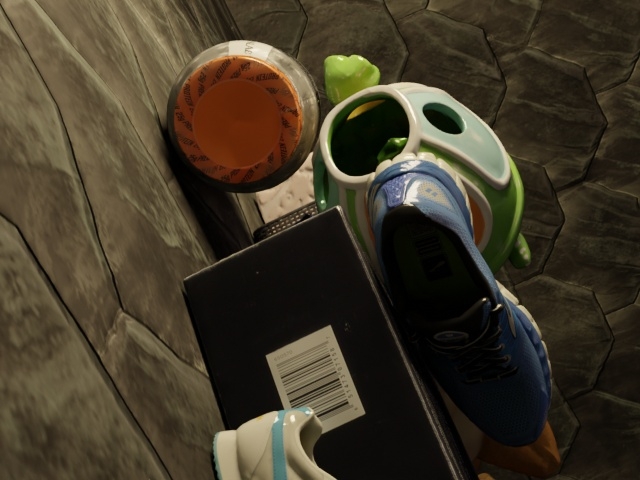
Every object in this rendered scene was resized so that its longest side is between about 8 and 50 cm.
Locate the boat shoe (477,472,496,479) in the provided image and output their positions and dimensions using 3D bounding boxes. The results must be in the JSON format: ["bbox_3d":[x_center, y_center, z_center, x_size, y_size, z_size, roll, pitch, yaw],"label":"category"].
[{"bbox_3d":[0.222,0.463,1.367,0.123,0.123,0.342,30,-51,37],"label":"boat shoe"}]

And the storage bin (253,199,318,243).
[{"bbox_3d":[0.000,0.000,1.634,0.084,0.180,0.122,66,5,21],"label":"storage bin"}]

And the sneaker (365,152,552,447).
[{"bbox_3d":[0.132,0.082,1.033,0.330,0.129,0.147,59,20,-18],"label":"sneaker"}]

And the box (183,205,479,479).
[{"bbox_3d":[0.040,0.201,1.054,0.343,0.179,0.312,68,7,32],"label":"box"}]

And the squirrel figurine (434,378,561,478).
[{"bbox_3d":[0.121,0.180,1.538,0.370,0.281,0.397,-143,-149,-85],"label":"squirrel figurine"}]

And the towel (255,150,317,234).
[{"bbox_3d":[0.074,-0.024,1.723,0.053,0.331,0.317,-1,65,-60],"label":"towel"}]

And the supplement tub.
[{"bbox_3d":[-0.096,-0.167,1.385,0.194,0.193,0.316,64,4,-8],"label":"supplement tub"}]

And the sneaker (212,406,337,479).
[{"bbox_3d":[-0.012,0.238,0.821,0.087,0.092,0.229,59,8,-61],"label":"sneaker"}]

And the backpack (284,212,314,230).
[{"bbox_3d":[-0.038,0.039,1.404,0.098,0.120,0.101,57,-5,8],"label":"backpack"}]

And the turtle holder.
[{"bbox_3d":[0.107,-0.090,1.239,0.227,0.243,0.320,45,45,-47],"label":"turtle holder"}]
